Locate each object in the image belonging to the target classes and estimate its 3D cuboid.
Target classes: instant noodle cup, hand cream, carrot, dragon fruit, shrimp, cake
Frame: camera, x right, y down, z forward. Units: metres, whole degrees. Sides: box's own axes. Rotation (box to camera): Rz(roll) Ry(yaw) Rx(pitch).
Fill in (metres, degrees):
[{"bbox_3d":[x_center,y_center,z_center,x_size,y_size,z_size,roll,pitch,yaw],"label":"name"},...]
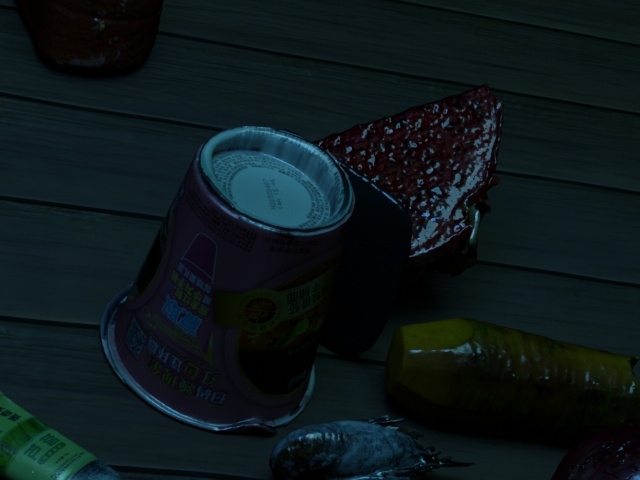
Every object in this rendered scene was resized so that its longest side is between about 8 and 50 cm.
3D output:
[{"bbox_3d":[-0.081,0.029,1.812,0.244,0.255,0.244,13,39,-11],"label":"instant noodle cup"},{"bbox_3d":[-0.265,0.202,1.669,0.175,0.046,0.095,31,39,17],"label":"hand cream"},{"bbox_3d":[0.219,0.152,1.923,0.302,0.114,0.114,10,37,-15],"label":"carrot"},{"bbox_3d":[0.087,-0.021,2.060,0.317,0.152,0.205,-17,54,-2],"label":"dragon fruit"},{"bbox_3d":[0.058,0.220,1.786,0.233,0.079,0.090,6,42,-26],"label":"shrimp"},{"bbox_3d":[-0.291,-0.339,2.279,0.177,0.151,0.283,-3,37,-24],"label":"cake"}]

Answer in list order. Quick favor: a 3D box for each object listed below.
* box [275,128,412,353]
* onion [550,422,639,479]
[{"bbox_3d":[0.000,0.000,1.936,0.212,0.201,0.042,32,30,20],"label":"box"},{"bbox_3d":[0.308,0.298,1.717,0.252,0.219,0.252,48,5,-6],"label":"onion"}]
